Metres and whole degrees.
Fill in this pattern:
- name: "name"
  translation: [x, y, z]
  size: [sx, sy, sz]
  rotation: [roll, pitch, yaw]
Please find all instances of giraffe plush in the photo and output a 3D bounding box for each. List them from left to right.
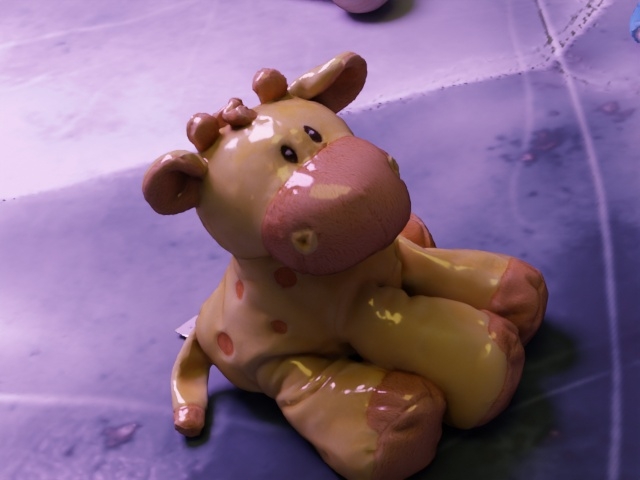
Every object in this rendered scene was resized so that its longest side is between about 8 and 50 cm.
- name: "giraffe plush"
  translation: [0.000, 0.000, 0.974]
  size: [0.210, 0.170, 0.181]
  rotation: [7, 39, 22]

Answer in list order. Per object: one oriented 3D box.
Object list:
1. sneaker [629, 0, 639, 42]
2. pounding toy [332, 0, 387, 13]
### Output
- name: "sneaker"
  translation: [0.305, -0.154, 1.192]
  size: [0.229, 0.092, 0.087]
  rotation: [-15, 32, 29]
- name: "pounding toy"
  translation: [0.038, -0.272, 1.398]
  size: [0.183, 0.110, 0.237]
  rotation: [20, 45, 36]
